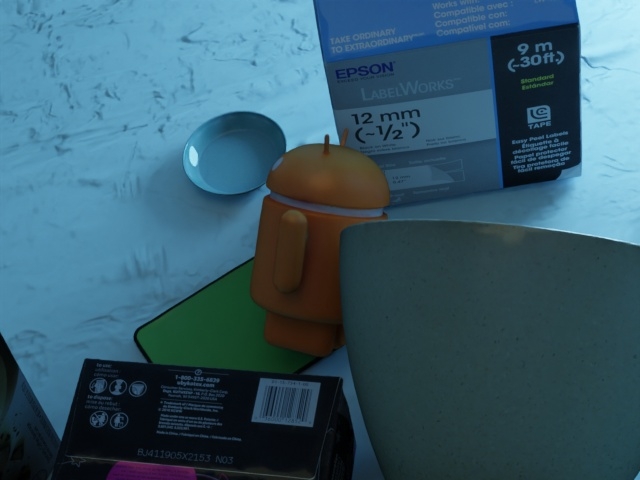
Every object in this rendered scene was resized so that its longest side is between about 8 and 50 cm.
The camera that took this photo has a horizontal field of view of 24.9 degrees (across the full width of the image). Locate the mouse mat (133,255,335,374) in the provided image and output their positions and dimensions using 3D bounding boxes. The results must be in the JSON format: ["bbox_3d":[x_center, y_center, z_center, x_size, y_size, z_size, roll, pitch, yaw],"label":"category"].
[{"bbox_3d":[-0.081,0.097,1.490,0.189,0.007,0.152,-32,56,-12],"label":"mouse mat"}]

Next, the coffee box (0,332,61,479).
[{"bbox_3d":[-0.354,0.172,1.308,0.119,0.297,0.168,19,60,18],"label":"coffee box"}]

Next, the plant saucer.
[{"bbox_3d":[-0.094,-0.093,1.617,0.119,0.021,0.119,-5,54,7],"label":"plant saucer"}]

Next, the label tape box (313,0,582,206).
[{"bbox_3d":[0.128,-0.189,1.442,0.249,0.348,0.115,-8,54,5],"label":"label tape box"}]

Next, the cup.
[{"bbox_3d":[0.164,0.129,1.264,0.331,0.331,0.237,6,81,15],"label":"cup"}]

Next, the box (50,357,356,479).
[{"bbox_3d":[-0.102,0.215,1.328,0.247,0.142,0.163,3,55,10],"label":"box"}]

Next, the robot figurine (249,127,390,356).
[{"bbox_3d":[0.000,0.000,1.426,0.158,0.219,0.128,2,13,-33],"label":"robot figurine"}]
